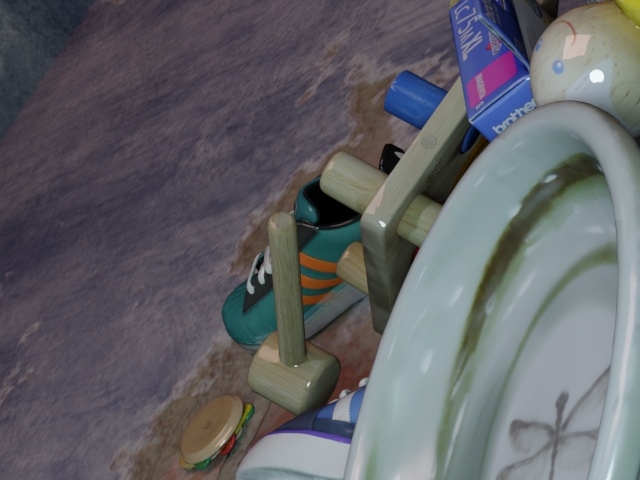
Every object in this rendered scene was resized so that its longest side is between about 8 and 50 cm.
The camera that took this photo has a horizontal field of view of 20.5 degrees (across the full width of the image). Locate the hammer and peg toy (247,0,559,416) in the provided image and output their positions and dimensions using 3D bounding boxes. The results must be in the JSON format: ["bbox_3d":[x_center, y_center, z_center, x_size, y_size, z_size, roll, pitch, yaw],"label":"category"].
[{"bbox_3d":[0.086,-0.020,1.407,0.361,0.127,0.266,-54,-17,-17],"label":"hammer and peg toy"}]

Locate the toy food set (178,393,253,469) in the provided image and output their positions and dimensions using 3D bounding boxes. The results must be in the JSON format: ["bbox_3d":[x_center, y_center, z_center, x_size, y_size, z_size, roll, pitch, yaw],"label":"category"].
[{"bbox_3d":[-0.101,0.182,1.678,0.083,0.020,0.083,-11,42,53],"label":"toy food set"}]

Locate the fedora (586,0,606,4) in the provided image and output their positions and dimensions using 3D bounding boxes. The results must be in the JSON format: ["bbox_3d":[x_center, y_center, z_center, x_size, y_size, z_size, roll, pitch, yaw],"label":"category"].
[{"bbox_3d":[0.309,-0.159,1.291,0.244,0.275,0.124,-12,-11,-3],"label":"fedora"}]

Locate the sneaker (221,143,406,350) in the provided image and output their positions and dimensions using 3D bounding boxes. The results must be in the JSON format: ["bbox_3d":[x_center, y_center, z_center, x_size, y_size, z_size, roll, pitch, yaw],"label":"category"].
[{"bbox_3d":[0.000,0.000,1.667,0.302,0.121,0.108,-31,28,33],"label":"sneaker"}]

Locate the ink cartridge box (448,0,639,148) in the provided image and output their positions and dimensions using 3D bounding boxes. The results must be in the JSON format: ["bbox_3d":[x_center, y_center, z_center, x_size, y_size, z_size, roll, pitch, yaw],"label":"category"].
[{"bbox_3d":[0.182,-0.071,1.231,0.065,0.311,0.186,-37,25,19],"label":"ink cartridge box"}]

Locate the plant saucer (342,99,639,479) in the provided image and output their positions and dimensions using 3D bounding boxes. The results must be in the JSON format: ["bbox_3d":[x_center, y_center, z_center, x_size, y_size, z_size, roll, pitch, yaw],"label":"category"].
[{"bbox_3d":[0.119,0.124,1.000,0.400,0.101,0.400,-163,90,-77],"label":"plant saucer"}]

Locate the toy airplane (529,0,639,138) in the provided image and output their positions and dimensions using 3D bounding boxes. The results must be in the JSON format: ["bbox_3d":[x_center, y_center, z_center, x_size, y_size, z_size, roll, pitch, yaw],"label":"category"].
[{"bbox_3d":[0.253,-0.144,1.061,0.272,0.384,0.386,-37,-2,10],"label":"toy airplane"}]

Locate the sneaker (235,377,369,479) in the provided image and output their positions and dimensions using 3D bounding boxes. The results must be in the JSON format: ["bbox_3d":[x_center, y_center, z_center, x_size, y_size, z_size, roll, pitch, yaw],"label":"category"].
[{"bbox_3d":[0.096,0.122,1.336,0.236,0.130,0.323,-49,17,-30],"label":"sneaker"}]
